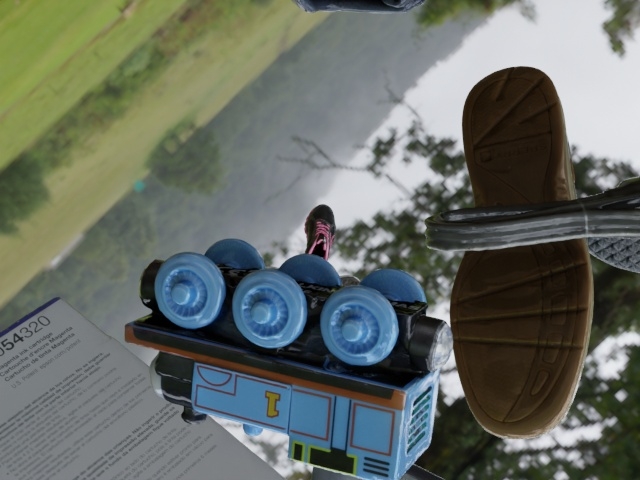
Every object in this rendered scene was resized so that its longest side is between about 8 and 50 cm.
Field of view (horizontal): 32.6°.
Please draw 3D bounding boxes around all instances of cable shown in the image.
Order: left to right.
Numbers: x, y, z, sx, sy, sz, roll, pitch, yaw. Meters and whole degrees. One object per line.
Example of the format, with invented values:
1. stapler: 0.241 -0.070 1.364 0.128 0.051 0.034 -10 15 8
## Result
1. cable: 0.233 -0.004 0.872 0.287 0.072 0.139 -13 -161 -7

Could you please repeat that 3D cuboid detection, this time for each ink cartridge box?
1. ink cartridge box: -0.229 0.232 0.893 0.324 0.330 0.071 -36 147 -34

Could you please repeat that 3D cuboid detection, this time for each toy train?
1. toy train: -0.020 0.062 0.600 0.080 0.184 0.105 -20 118 -67

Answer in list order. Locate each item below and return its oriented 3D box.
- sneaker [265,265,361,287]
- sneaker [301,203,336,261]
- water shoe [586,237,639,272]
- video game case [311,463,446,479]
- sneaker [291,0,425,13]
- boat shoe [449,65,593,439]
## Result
1. sneaker: -0.065 0.102 1.626 0.123 0.106 0.290 -15 166 41
2. sneaker: 0.000 0.000 1.489 0.057 0.047 0.119 126 -23 -63
3. water shoe: 0.349 -0.012 1.077 0.073 0.203 0.080 85 23 -46
4. video game case: 0.058 0.364 1.221 0.196 0.274 0.026 20 -159 39
5. sneaker: 0.098 -0.259 0.997 0.300 0.111 0.121 -12 -141 4
6. boat shoe: 0.189 0.016 0.995 0.123 0.123 0.342 -9 -114 21
